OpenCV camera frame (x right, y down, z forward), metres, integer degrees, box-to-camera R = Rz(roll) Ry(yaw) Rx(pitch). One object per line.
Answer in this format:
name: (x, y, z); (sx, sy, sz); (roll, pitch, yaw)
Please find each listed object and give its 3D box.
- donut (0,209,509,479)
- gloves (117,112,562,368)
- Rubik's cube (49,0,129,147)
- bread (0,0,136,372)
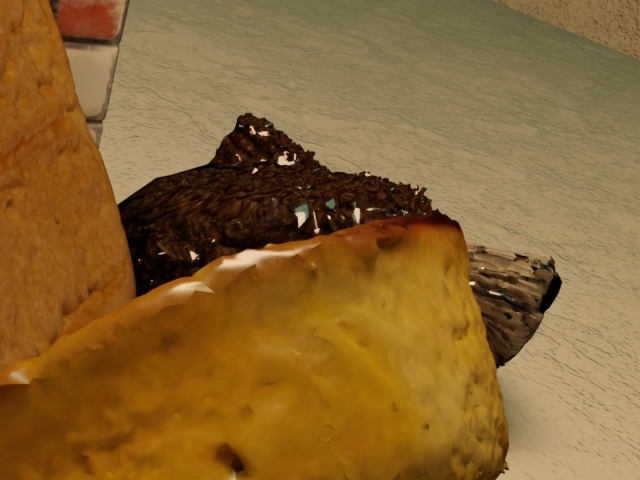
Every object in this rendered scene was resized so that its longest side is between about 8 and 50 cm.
donut: (-0.045, 0.103, 0.593); (0.303, 0.303, 0.110); (-8, 67, -48)
gloves: (-0.002, 0.005, 0.968); (0.312, 0.135, 0.210); (11, 17, -13)
Rubik's cube: (-0.321, -0.137, 1.021); (0.259, 0.253, 0.256); (1, 24, -39)
bread: (-0.239, -0.029, 0.748); (0.148, 0.328, 0.337); (-10, 20, 16)
